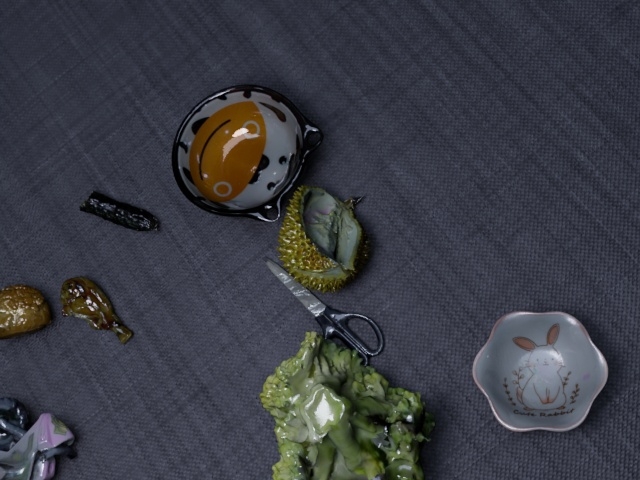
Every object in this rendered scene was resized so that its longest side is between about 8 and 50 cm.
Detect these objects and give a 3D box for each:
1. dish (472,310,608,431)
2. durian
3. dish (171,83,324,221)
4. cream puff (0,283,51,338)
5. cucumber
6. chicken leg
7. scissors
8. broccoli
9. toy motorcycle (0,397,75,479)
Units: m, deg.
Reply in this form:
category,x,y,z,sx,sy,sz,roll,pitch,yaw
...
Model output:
category,x,y,z,sx,sy,sz,roll,pitch,yaw
dish,0.384,0.236,1.770,0.229,0.081,0.229,-5,69,12
durian,0.000,0.000,1.898,0.193,0.237,0.138,42,128,1
dish,-0.140,-0.157,1.978,0.303,0.120,0.303,-3,73,11
cream puff,-0.598,0.139,1.981,0.126,0.144,0.103,-11,82,-26
cucumber,-0.406,-0.055,2.044,0.181,0.053,0.053,20,79,15
chicken leg,-0.445,0.142,1.986,0.178,0.070,0.093,39,59,8
scissors,-0.008,0.128,1.917,0.300,0.022,0.109,42,82,21
broccoli,0.041,0.310,1.712,0.293,0.281,0.348,-15,72,8
toy motorcycle,-0.548,0.454,1.872,0.188,0.143,0.327,-5,80,11
